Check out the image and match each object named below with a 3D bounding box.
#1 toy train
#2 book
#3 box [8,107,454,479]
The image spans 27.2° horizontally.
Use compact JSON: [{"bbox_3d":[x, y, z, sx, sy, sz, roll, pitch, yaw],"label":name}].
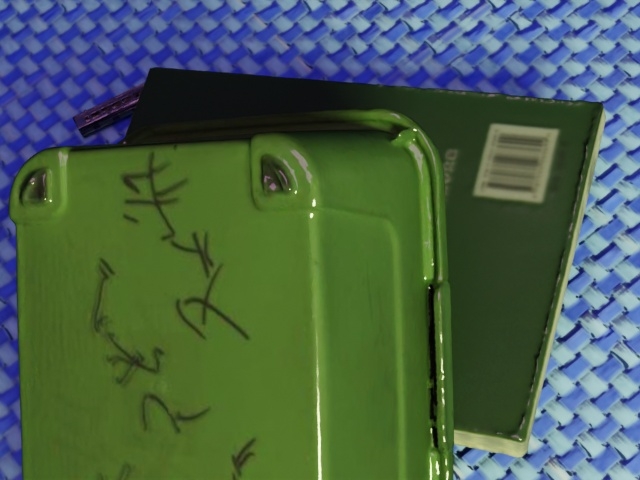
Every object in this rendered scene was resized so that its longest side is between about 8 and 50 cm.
[{"bbox_3d":[-0.164,-0.111,1.095,0.083,0.017,0.017,-26,64,-2],"label":"toy train"},{"bbox_3d":[0.000,0.000,0.961,0.371,0.043,0.260,8,68,24],"label":"book"},{"bbox_3d":[-0.058,0.084,0.811,0.253,0.178,0.328,-3,91,22],"label":"box"}]
